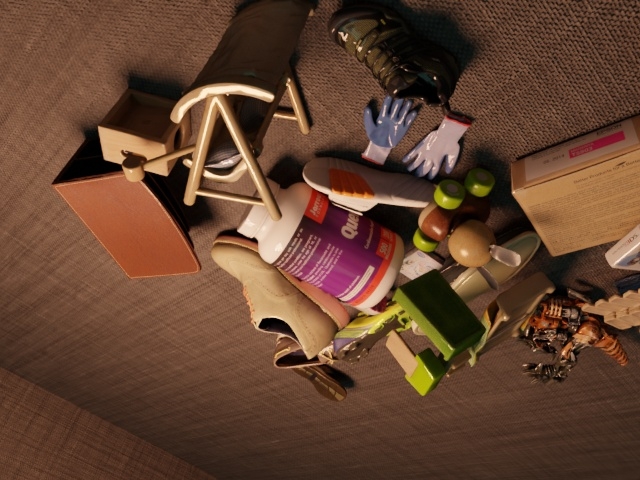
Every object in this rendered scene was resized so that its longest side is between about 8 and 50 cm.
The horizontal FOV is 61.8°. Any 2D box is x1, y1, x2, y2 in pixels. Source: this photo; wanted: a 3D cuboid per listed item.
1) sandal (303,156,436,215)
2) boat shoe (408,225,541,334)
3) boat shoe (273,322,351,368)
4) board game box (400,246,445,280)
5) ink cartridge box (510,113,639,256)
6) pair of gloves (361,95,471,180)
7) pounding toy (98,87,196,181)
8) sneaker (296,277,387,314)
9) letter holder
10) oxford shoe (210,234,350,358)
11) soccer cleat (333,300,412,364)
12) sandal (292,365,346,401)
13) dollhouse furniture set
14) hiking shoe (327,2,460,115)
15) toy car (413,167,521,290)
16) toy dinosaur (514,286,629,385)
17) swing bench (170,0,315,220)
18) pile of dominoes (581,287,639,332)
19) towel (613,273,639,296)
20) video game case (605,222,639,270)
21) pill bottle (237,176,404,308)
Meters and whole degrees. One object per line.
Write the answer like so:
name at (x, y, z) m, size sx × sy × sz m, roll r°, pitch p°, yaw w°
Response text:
sandal at (0.092, -0.088, 1.040) m, size 0.265 × 0.102 × 0.076 m, roll 12°, pitch 137°, yaw 1°
boat shoe at (0.304, 0.065, 1.132) m, size 0.127 × 0.113 × 0.340 m, roll 11°, pitch 133°, yaw -33°
boat shoe at (0.008, 0.303, 1.508) m, size 0.324 × 0.096 × 0.116 m, roll -11°, pitch 133°, yaw 28°
board game box at (0.229, 0.057, 1.220) m, size 0.090 × 0.020 × 0.090 m, roll 33°, pitch 137°, yaw -18°
ink cartridge box at (0.479, -0.087, 0.923) m, size 0.235 × 0.088 × 0.193 m, roll -19°, pitch 128°, yaw 33°
pair of gloves at (0.164, -0.186, 0.969) m, size 0.198 × 0.023 × 0.159 m, roll 20°, pitch 138°, yaw -6°
pounding toy at (-0.314, -0.169, 1.000) m, size 0.181 × 0.206 × 0.094 m, roll 15°, pitch 140°, yaw 1°
sneaker at (0.045, 0.102, 1.280) m, size 0.252 × 0.103 × 0.111 m, roll 34°, pitch 141°, yaw -10°
letter holder at (-0.383, -0.072, 1.177) m, size 0.214 × 0.152 × 0.302 m, roll -5°, pitch 135°, yaw 20°
oxford shoe at (-0.129, 0.117, 1.221) m, size 0.397 × 0.146 × 0.140 m, roll 29°, pitch 157°, yaw 29°
soccer cleat at (0.145, 0.199, 1.351) m, size 0.289 × 0.121 × 0.093 m, roll -38°, pitch 127°, yaw 21°
sandal at (-0.003, 0.424, 1.685) m, size 0.219 × 0.060 × 0.090 m, roll 36°, pitch 131°, yaw -1°
dollhouse furniture set at (0.290, 0.145, 1.071) m, size 0.151 × 0.301 × 0.197 m, roll 51°, pitch 150°, yaw 29°
hiking shoe at (0.112, -0.276, 0.812) m, size 0.227 × 0.114 × 0.086 m, roll 23°, pitch 138°, yaw -8°
toy car at (0.285, -0.007, 0.978) m, size 0.149 × 0.188 × 0.155 m, roll -22°, pitch 149°, yaw -26°
toy dinosaur at (0.555, 0.215, 1.206) m, size 0.322 × 0.164 × 0.218 m, roll 37°, pitch 122°, yaw 8°
swing bench at (-0.114, -0.215, 0.847) m, size 0.165 × 0.253 × 0.254 m, roll 10°, pitch 139°, yaw 7°
pile of dominoes at (0.682, 0.119, 1.059) m, size 0.196 × 0.040 × 0.251 m, roll 23°, pitch 148°, yaw -19°
towel at (0.684, 0.113, 1.129) m, size 0.119 × 0.029 × 0.067 m, roll 36°, pitch 137°, yaw -20°
video game case at (0.691, -0.041, 0.863) m, size 0.329 × 0.036 × 0.300 m, roll 5°, pitch 140°, yaw -19°
pill bottle at (0.000, 0.000, 1.107) m, size 0.323 × 0.181 × 0.181 m, roll 28°, pitch 138°, yaw -14°
